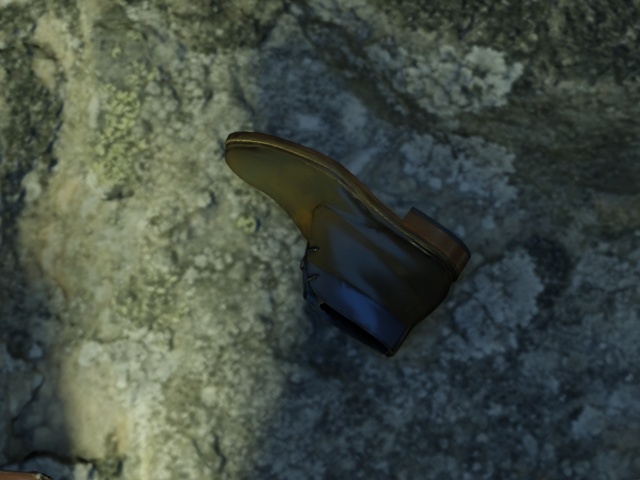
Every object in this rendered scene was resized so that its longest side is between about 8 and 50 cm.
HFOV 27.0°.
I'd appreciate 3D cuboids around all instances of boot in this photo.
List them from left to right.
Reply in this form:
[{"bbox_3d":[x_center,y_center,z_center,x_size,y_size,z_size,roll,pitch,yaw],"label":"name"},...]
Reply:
[{"bbox_3d":[0.000,0.000,1.055,0.219,0.082,0.106,28,72,9],"label":"boot"}]

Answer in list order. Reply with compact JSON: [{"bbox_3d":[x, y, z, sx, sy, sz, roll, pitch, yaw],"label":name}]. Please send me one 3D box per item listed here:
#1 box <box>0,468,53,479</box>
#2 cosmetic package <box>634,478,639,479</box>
[{"bbox_3d":[-0.302,0.346,0.920,0.191,0.143,0.381,7,70,4],"label":"box"},{"bbox_3d":[0.133,0.270,0.882,0.453,0.230,0.162,-14,72,-2],"label":"cosmetic package"}]
